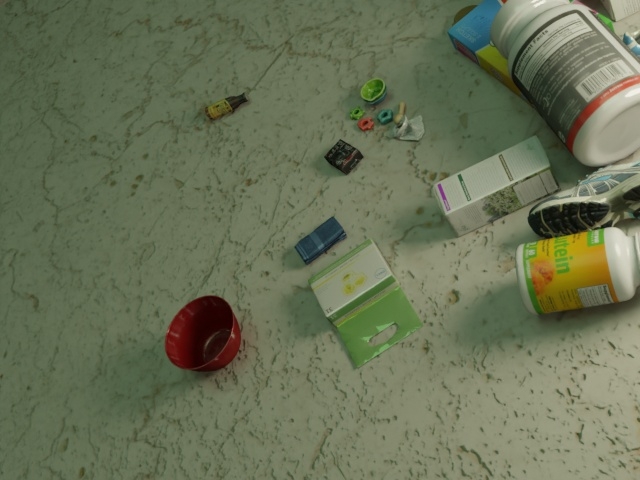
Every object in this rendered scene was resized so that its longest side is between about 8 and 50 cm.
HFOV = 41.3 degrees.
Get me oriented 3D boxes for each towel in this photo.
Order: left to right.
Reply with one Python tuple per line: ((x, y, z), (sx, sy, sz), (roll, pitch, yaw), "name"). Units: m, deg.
((0.000, 0.000, 1.956), (0.119, 0.029, 0.067), (-38, 48, 5), "towel")

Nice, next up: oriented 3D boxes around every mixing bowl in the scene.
((-0.246, 0.224, 1.906), (0.182, 0.098, 0.181), (-16, 53, 23), "mixing bowl")

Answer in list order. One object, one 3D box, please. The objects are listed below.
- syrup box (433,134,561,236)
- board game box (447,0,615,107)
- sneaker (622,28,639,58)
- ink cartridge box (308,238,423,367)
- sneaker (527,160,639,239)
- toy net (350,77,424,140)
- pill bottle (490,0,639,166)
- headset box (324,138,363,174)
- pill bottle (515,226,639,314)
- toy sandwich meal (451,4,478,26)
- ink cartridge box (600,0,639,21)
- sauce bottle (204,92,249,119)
((0.364, -0.111, 1.764), (0.237, 0.093, 0.096), (-25, 50, 15), "syrup box")
((0.480, -0.474, 1.963), (0.242, 0.064, 0.316), (-40, 47, 1), "board game box")
((0.748, -0.446, 1.767), (0.237, 0.086, 0.085), (-25, 48, 13), "sneaker")
((0.091, 0.129, 1.797), (0.171, 0.056, 0.235), (-34, 46, 6), "ink cartridge box")
((0.543, -0.081, 1.648), (0.283, 0.110, 0.122), (-16, 35, 19), "sneaker")
((0.158, -0.301, 2.055), (0.122, 0.045, 0.232), (-42, 47, 0), "toy net")
((0.508, -0.339, 1.700), (0.210, 0.210, 0.362), (-33, 57, 8), "pill bottle")
((0.059, -0.201, 2.056), (0.062, 0.032, 0.083), (-49, 49, -6), "headset box")
((0.492, 0.051, 1.545), (0.246, 0.136, 0.136), (-12, 54, 24), "pill bottle")
((0.369, -0.552, 2.111), (0.086, 0.029, 0.085), (-19, 40, 17), "toy sandwich meal")
((0.717, -0.603, 1.891), (0.203, 0.086, 0.148), (-25, 50, 14), "ink cartridge box")
((-0.260, -0.378, 2.366), (0.128, 0.042, 0.042), (-22, 50, 20), "sauce bottle")
